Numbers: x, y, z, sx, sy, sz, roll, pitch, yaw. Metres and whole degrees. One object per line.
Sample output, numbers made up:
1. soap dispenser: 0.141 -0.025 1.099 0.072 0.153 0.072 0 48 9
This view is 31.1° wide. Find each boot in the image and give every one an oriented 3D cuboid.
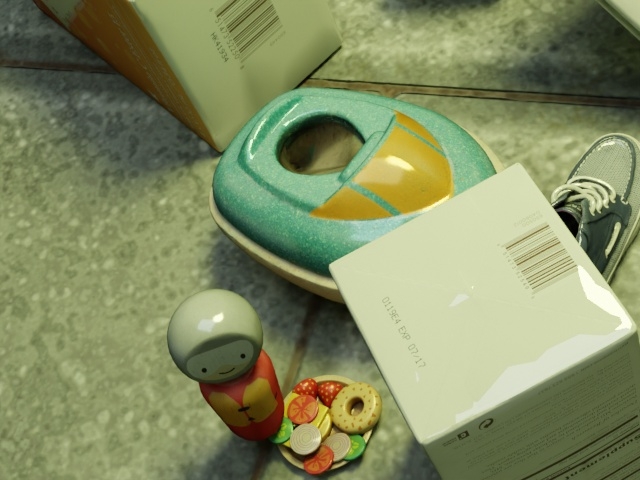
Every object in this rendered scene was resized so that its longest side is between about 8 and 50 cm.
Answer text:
1. boot: 0.206 -0.022 0.883 0.069 0.086 0.190 10 62 25

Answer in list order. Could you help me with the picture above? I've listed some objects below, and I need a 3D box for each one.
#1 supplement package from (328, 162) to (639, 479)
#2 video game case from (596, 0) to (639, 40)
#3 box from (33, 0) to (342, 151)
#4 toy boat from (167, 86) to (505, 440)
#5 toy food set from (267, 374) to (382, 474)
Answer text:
1. supplement package: 0.121 0.092 0.740 0.134 0.244 0.139 -28 54 1
2. video game case: 0.345 -0.293 0.889 0.300 0.036 0.329 41 93 -4
3. box: -0.174 -0.278 1.108 0.168 0.215 0.345 -44 54 -11
4. toy boat: 0.000 0.000 0.891 0.267 0.148 0.318 17 59 28
5. toy food set: 0.002 0.141 0.890 0.083 0.020 0.082 18 66 28
